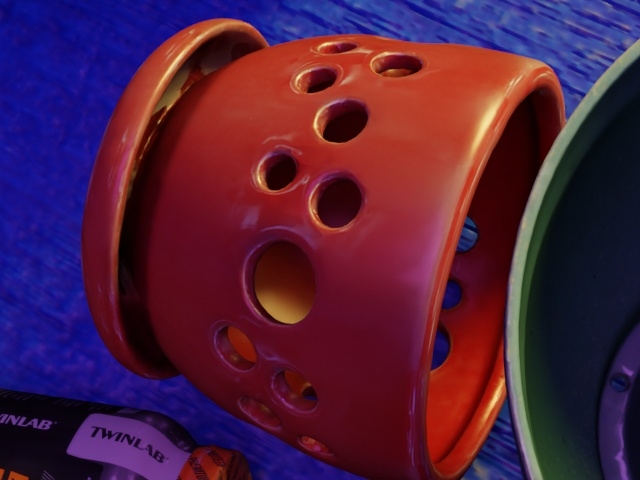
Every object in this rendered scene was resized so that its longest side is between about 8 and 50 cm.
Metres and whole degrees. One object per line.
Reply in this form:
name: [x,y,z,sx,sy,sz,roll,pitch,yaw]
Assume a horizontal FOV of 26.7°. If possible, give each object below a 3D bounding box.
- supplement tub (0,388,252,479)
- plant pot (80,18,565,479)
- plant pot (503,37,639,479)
supplement tub: [-0.135,0.131,0.638,0.190,0.117,0.117,6,81,13]
plant pot: [0.000,0.000,0.597,0.174,0.191,0.191,13,83,19]
plant pot: [0.206,0.063,0.522,0.293,0.196,0.293,0,73,1]
